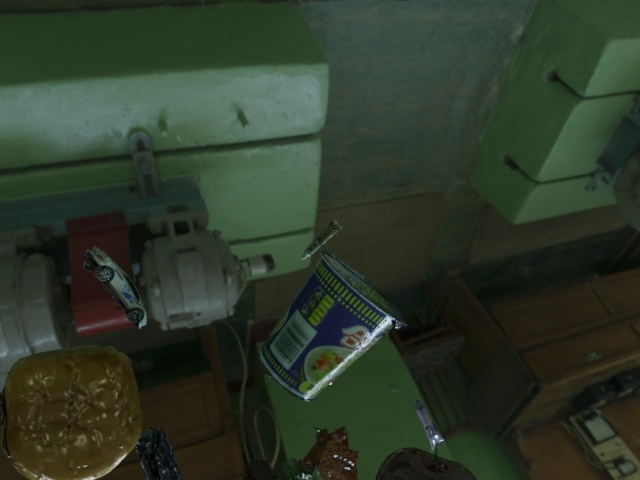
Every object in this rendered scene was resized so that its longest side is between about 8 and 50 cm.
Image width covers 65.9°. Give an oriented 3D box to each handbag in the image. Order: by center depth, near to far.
[{"bbox_3d":[-0.538,0.760,1.661,0.113,0.162,0.261,-20,100,-14],"label":"handbag"}]

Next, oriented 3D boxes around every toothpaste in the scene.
[{"bbox_3d":[0.288,0.491,1.321,0.045,0.028,0.170,-32,110,-16],"label":"toothpaste"},{"bbox_3d":[0.000,0.000,1.883,0.204,0.031,0.049,-44,99,-16],"label":"toothpaste"}]

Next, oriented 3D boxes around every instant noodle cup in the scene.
[{"bbox_3d":[0.011,0.228,1.255,0.312,0.284,0.284,-50,137,7],"label":"instant noodle cup"}]

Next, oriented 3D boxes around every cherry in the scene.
[{"bbox_3d":[0.248,0.634,1.160,0.261,0.308,0.221,14,167,13],"label":"cherry"}]

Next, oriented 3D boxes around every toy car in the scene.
[{"bbox_3d":[-0.425,0.101,1.038,0.056,0.095,0.205,-42,126,-28],"label":"toy car"}]

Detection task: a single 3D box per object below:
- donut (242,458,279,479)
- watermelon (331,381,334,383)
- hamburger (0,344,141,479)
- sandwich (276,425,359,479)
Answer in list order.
[{"bbox_3d":[-0.169,0.815,1.614,0.144,0.186,0.126,-8,112,-21],"label":"donut"},{"bbox_3d":[-0.027,0.481,2.104,0.223,0.305,0.180,3,130,-3],"label":"watermelon"},{"bbox_3d":[-0.547,0.382,1.084,0.318,0.319,0.158,-7,172,-21],"label":"hamburger"},{"bbox_3d":[0.016,0.494,1.028,0.109,0.160,0.185,-13,116,47],"label":"sandwich"}]
